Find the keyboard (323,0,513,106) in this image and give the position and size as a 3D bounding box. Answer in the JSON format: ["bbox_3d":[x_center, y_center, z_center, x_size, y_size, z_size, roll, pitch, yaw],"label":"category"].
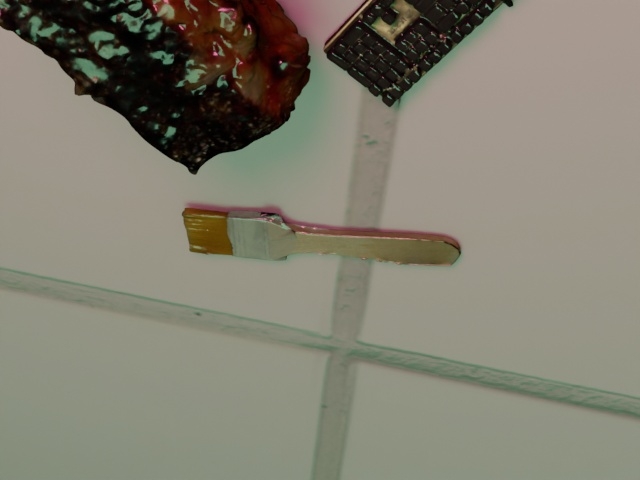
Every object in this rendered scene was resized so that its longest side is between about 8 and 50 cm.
[{"bbox_3d":[0.130,-0.236,0.890,0.106,0.027,0.317,33,134,-18],"label":"keyboard"}]

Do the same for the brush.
[{"bbox_3d":[0.000,0.000,1.184,0.336,0.020,0.085,6,136,9],"label":"brush"}]

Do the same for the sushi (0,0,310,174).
[{"bbox_3d":[-0.160,-0.228,0.884,0.182,0.196,0.343,-33,126,18],"label":"sushi"}]
